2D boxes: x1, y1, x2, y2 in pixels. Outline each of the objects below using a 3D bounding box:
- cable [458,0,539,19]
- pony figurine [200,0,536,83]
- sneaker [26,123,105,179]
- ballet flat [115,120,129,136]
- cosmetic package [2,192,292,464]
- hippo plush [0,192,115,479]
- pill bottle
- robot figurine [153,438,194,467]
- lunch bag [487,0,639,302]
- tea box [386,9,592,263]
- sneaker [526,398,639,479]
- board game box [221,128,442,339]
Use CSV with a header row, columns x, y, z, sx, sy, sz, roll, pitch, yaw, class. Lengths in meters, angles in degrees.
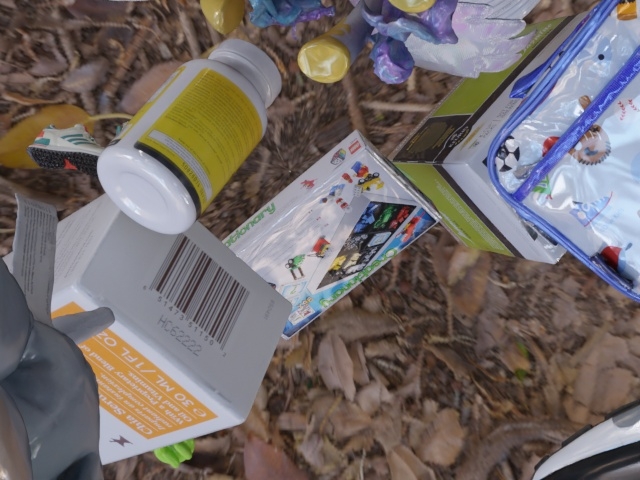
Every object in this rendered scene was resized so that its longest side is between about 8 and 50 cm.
x,y,z,sx,sy,sz,roll,pitch,yaw,class
0.187,-0.372,1.355,0.257,0.089,0.257,27,77,34,cable
0.055,-0.280,0.994,0.351,0.363,0.302,12,124,5,pony figurine
-0.340,-0.137,1.486,0.161,0.057,0.075,10,55,18,sneaker
-0.301,-0.111,1.665,0.077,0.241,0.091,12,131,-14,ballet flat
-0.276,0.123,1.153,0.230,0.161,0.453,43,137,-23,cosmetic package
-0.235,0.112,0.496,0.237,0.294,0.234,-17,138,-1,hippo plush
-0.113,-0.101,0.948,0.103,0.103,0.184,38,59,-4,pill bottle
-0.241,0.315,1.671,0.101,0.115,0.067,-36,122,5,robot figurine
0.295,-0.100,0.893,0.243,0.115,0.303,41,124,5,lunch bag
0.329,-0.165,1.636,0.329,0.323,0.220,-47,107,-8,tea box
0.201,0.120,0.348,0.283,0.124,0.107,-11,136,27,sneaker
0.000,0.000,1.488,0.305,0.053,0.193,-39,130,14,board game box
